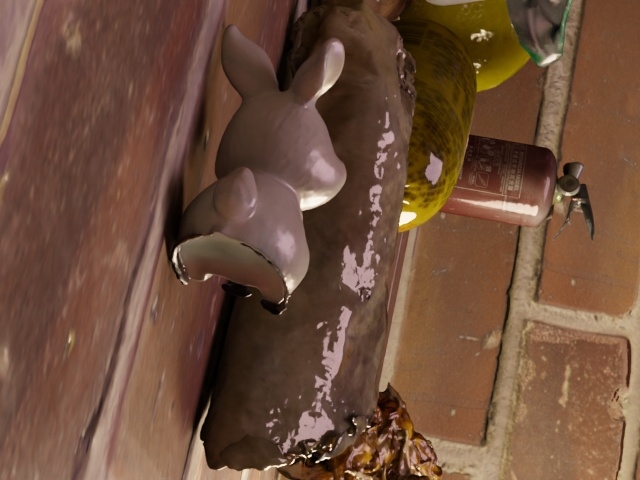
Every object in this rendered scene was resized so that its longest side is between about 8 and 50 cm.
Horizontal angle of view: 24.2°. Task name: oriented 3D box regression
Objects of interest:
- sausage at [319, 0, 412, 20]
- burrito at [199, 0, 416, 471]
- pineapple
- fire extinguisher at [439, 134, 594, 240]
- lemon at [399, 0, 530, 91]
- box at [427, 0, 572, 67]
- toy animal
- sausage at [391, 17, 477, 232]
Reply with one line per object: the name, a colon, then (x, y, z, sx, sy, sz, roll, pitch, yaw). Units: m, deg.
sausage: (0.042, -0.201, 1.170, 0.301, 0.065, 0.066, -51, 151, -74)
burrito: (0.003, 0.006, 0.992, 0.175, 0.107, 0.348, 57, 40, -62)
pineapple: (0.053, 0.206, 1.482, 0.334, 0.158, 0.161, 12, 88, -83)
fire extinguisher: (0.179, -0.065, 1.675, 0.105, 0.268, 0.105, 11, 90, -85)
lemon: (0.185, -0.278, 1.786, 0.184, 0.184, 0.248, -60, 164, -73)
box: (0.093, -0.281, 1.039, 0.337, 0.106, 0.264, 72, -2, -76)
toy animal: (-0.029, -0.035, 0.746, 0.124, 0.071, 0.085, -67, 150, -29)
sausage: (0.065, -0.100, 1.247, 0.347, 0.123, 0.123, -66, 165, -64)
